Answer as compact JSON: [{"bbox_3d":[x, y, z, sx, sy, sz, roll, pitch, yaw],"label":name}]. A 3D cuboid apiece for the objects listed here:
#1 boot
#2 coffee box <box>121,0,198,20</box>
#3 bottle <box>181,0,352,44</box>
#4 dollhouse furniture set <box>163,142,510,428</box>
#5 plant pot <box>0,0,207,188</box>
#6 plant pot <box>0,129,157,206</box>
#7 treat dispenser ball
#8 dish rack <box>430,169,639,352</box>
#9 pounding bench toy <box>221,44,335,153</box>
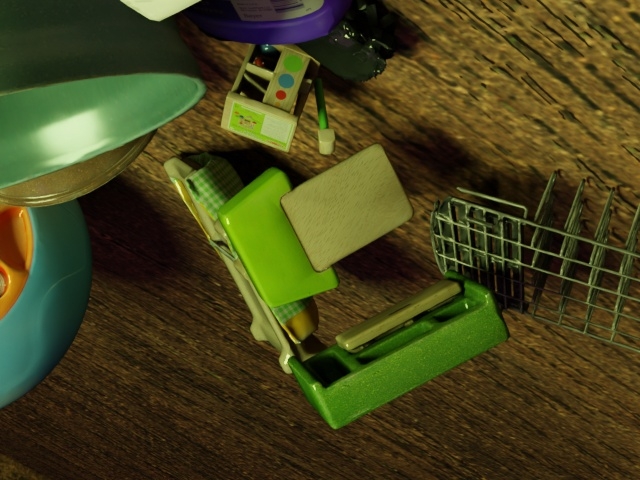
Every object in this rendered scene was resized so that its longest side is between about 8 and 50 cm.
[{"bbox_3d":[-0.014,-0.141,0.992,0.099,0.045,0.121,30,157,-30],"label":"boot"},{"bbox_3d":[-0.019,-0.290,0.204,0.338,0.337,0.334,32,156,-26],"label":"coffee box"},{"bbox_3d":[-0.063,-0.214,0.783,0.118,0.092,0.283,6,155,21],"label":"bottle"},{"bbox_3d":[0.000,0.000,1.207,0.197,0.151,0.301,63,172,-14],"label":"dollhouse furniture set"},{"bbox_3d":[-0.231,-0.132,0.813,0.293,0.196,0.293,-18,177,-1],"label":"plant pot"},{"bbox_3d":[-0.213,-0.137,1.040,0.167,0.167,0.165,11,150,25],"label":"plant pot"},{"bbox_3d":[-0.355,0.025,1.371,0.288,0.288,0.288,18,159,7],"label":"treat dispenser ball"},{"bbox_3d":[0.219,0.021,1.138,0.272,0.074,0.208,17,158,15],"label":"dish rack"},{"bbox_3d":[-0.019,-0.103,1.054,0.083,0.065,0.052,21,159,0],"label":"pounding bench toy"}]
